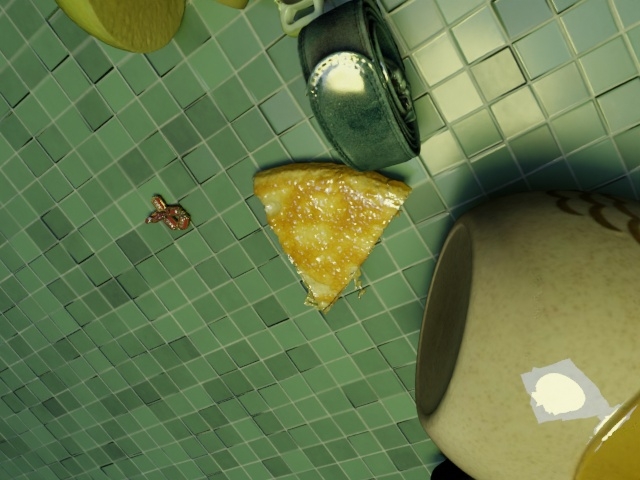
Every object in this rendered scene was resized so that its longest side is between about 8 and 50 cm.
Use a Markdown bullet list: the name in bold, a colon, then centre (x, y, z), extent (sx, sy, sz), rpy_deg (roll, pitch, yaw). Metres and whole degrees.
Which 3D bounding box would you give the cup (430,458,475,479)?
- **cup**: centre (0.353, 0.459, 0.948), extent (0.177, 0.239, 0.166), rpy_deg (-55, 50, 24)

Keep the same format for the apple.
- **apple**: centre (-0.225, -0.391, 0.624), extent (0.292, 0.254, 0.291), rpy_deg (5, 111, 14)

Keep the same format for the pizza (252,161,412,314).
- **pizza**: centre (0.000, 0.000, 0.851), extent (0.280, 0.075, 0.287), rpy_deg (14, 120, 14)

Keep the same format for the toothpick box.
- **toothpick box**: centre (0.361, 0.151, 0.626), extent (0.426, 0.409, 0.408), rpy_deg (12, 117, 4)

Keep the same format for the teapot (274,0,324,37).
- **teapot**: centre (-0.033, -0.352, 0.671), extent (0.092, 0.124, 0.091), rpy_deg (33, 149, -33)

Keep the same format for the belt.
- **belt**: centre (0.052, -0.195, 0.631), extent (0.116, 0.267, 0.206), rpy_deg (-15, 85, 22)

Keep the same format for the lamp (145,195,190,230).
- **lamp**: centre (-0.290, -0.045, 0.933), extent (0.083, 0.031, 0.063), rpy_deg (23, 120, 0)
